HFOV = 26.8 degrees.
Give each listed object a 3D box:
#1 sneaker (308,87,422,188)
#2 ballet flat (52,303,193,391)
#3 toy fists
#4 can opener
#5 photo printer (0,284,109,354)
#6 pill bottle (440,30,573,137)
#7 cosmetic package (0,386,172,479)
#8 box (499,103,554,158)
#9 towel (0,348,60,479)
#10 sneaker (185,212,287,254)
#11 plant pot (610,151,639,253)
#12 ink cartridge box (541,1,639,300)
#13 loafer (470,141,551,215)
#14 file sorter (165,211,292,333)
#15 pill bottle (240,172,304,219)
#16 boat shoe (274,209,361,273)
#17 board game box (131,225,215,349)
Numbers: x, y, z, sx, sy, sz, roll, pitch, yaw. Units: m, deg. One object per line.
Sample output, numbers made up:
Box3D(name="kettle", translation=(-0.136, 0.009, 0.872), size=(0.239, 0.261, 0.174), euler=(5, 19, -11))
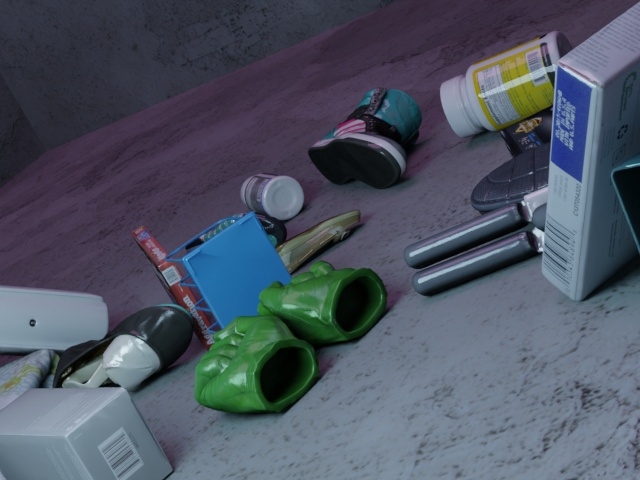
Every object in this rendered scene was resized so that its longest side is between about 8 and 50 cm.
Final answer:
Box3D(name="sneaker", translation=(0.109, -0.177, 2.272), size=(0.178, 0.124, 0.295), euler=(-43, 19, -15))
Box3D(name="ballet flat", translation=(-0.286, 0.176, 1.906), size=(0.280, 0.095, 0.096), euler=(-27, 23, 41))
Box3D(name="toy fists", translation=(-0.046, 0.117, 1.671), size=(0.142, 0.096, 0.279), euler=(-11, 25, 48))
Box3D(name="can opener", translation=(0.227, -0.013, 1.622), size=(0.280, 0.074, 0.093), euler=(-24, -20, 24))
Box3D(name="photo printer", translation=(-0.527, 0.126, 2.119), size=(0.307, 0.107, 0.256), euler=(6, -8, -35))
Box3D(name="pill bottle", translation=(0.305, -0.245, 2.145), size=(0.208, 0.119, 0.119), euler=(-19, 19, 27))
Box3D(name="cosmetic package", translation=(-0.301, 0.253, 1.619), size=(0.107, 0.127, 0.238), euler=(-40, 22, -33))
Box3D(name="box", translation=(0.356, -0.149, 1.895), size=(0.175, 0.051, 0.220), euler=(-26, 16, 7))
Box3D(name="towel", translation=(-0.543, 0.308, 1.917), size=(0.320, 0.090, 0.374), euler=(-23, 17, 8))
Box3D(name="sneaker", translation=(-0.125, -0.015, 2.219), size=(0.223, 0.083, 0.098), euler=(-13, 17, 43))
Box3D(name="plant pot", translation=(0.429, -0.051, 1.313), size=(0.165, 0.166, 0.234), euler=(-13, 14, 41))
Box3D(name="ink cartridge box", translation=(0.370, -0.136, 1.411), size=(0.330, 0.324, 0.071), euler=(-36, 55, -23))
Box3D(name="loafer", translation=(0.335, -0.077, 1.678), size=(0.302, 0.095, 0.109), euler=(-23, 30, 30))
Box3D(name="file sorter", translation=(-0.115, 0.064, 1.807), size=(0.118, 0.170, 0.104), euler=(-35, 15, -22))
Box3D(name="pill bottle", translation=(-0.088, -0.079, 2.349), size=(0.078, 0.078, 0.137), euler=(-33, 17, -16))
Box3D(name="boat shoe", translation=(0.000, 0.000, 2.051), size=(0.153, 0.048, 0.056), euler=(-28, 3, -22))
Box3D(name="board game box", translation=(-0.220, 0.066, 2.012), size=(0.027, 0.145, 0.281), euler=(-30, 16, -8))
